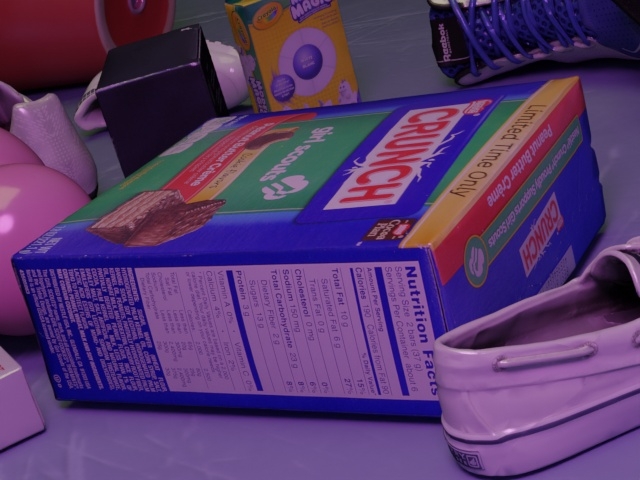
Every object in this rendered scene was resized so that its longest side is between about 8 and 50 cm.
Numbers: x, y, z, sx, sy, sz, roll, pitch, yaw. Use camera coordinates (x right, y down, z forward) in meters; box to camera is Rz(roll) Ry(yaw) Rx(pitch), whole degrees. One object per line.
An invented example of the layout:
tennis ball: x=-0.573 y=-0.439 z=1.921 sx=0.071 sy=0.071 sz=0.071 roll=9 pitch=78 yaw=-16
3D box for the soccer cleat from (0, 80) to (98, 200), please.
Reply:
soccer cleat: x=-0.337 y=-0.099 z=1.397 sx=0.116 sy=0.143 sz=0.331 roll=-32 pitch=26 yaw=-36

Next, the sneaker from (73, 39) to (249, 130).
sneaker: x=-0.172 y=-0.161 z=1.545 sx=0.235 sy=0.090 sz=0.095 roll=-3 pitch=37 yaw=38

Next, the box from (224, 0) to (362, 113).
box: x=-0.025 y=-0.184 z=1.337 sx=0.105 sy=0.179 sz=0.043 roll=-27 pitch=23 yaw=-25

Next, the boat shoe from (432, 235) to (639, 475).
boat shoe: x=0.180 y=0.042 z=0.757 sx=0.258 sy=0.084 sz=0.095 roll=-24 pitch=22 yaw=-20

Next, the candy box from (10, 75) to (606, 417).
candy box: x=0.000 y=0.000 z=0.939 sx=0.317 sy=0.122 sz=0.268 roll=-1 pitch=25 yaw=30

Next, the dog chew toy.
dog chew toy: x=-0.302 y=-0.010 z=1.096 sx=0.332 sy=0.206 sz=0.206 roll=14 pitch=35 yaw=37

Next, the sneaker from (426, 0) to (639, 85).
sneaker: x=0.209 y=-0.211 z=1.345 sx=0.182 sy=0.127 sz=0.315 roll=-23 pitch=15 yaw=-9

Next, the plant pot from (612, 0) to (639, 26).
plant pot: x=0.376 y=-0.220 z=1.108 sx=0.188 sy=0.167 sz=0.187 roll=-30 pitch=-9 yaw=-32

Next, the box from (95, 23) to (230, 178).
box: x=-0.124 y=-0.089 z=1.199 sx=0.093 sy=0.158 sz=0.156 roll=-15 pitch=20 yaw=1

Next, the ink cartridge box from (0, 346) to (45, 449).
ink cartridge box: x=-0.257 y=0.118 z=0.922 sx=0.122 sy=0.052 sz=0.088 roll=-24 pitch=22 yaw=-23

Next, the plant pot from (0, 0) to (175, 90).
plant pot: x=-0.344 y=-0.326 z=1.847 sx=0.243 sy=0.275 sz=0.275 roll=6 pitch=28 yaw=24
